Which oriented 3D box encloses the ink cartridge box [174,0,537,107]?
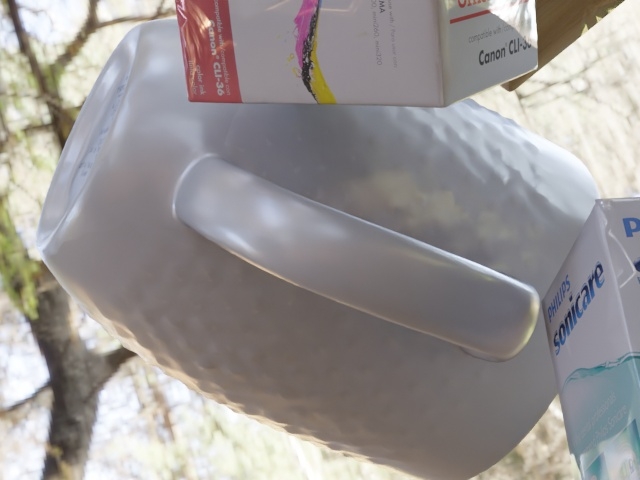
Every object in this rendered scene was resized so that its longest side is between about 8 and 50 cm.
[{"bbox_3d":[0.037,-0.112,0.584,0.198,0.067,0.115,6,21,34],"label":"ink cartridge box"}]

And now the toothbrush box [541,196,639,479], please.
[{"bbox_3d":[0.244,0.129,0.521,0.216,0.295,0.126,-2,-28,-4],"label":"toothbrush box"}]

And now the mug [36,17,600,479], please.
[{"bbox_3d":[0.000,0.000,0.746,0.328,0.276,0.374,24,1,-20],"label":"mug"}]

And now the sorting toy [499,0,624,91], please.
[{"bbox_3d":[0.276,-0.355,1.331,0.257,0.089,0.255,-39,-36,-21],"label":"sorting toy"}]
